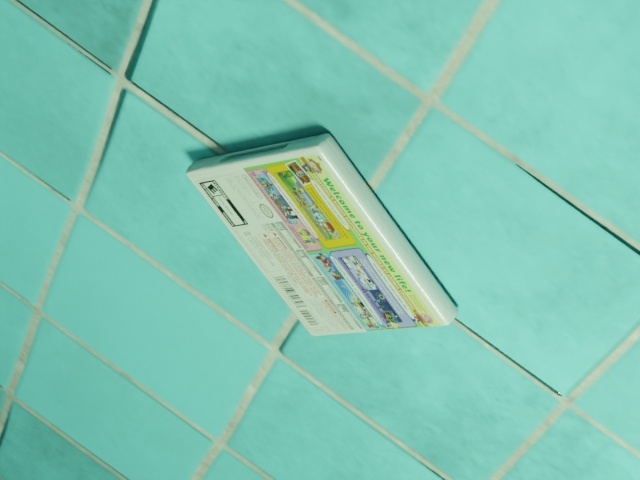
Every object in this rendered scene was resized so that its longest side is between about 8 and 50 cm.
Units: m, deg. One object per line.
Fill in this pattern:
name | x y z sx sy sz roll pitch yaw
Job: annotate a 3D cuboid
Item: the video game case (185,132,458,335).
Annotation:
video game case | 0.000 0.000 1.793 0.193 0.023 0.212 -8 126 50
